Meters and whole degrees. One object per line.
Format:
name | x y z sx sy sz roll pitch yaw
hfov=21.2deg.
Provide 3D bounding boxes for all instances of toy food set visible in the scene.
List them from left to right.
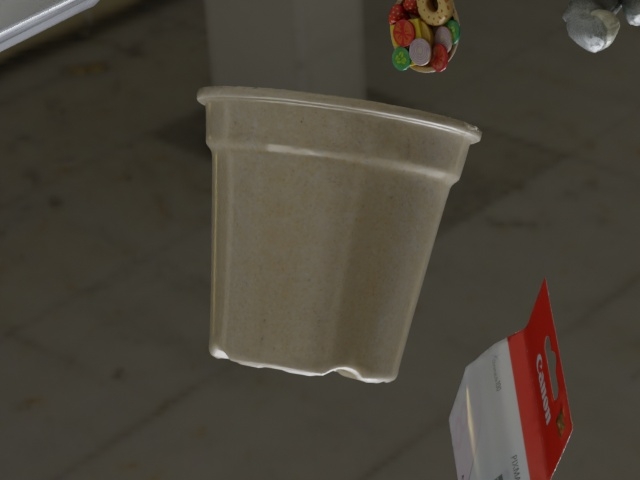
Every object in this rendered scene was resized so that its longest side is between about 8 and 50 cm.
toy food set | 0.094 -0.192 1.558 0.083 0.082 0.020 -11 -179 43

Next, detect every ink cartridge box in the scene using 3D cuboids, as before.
ink cartridge box | 0.179 0.178 1.648 0.066 0.232 0.189 0 -133 -5

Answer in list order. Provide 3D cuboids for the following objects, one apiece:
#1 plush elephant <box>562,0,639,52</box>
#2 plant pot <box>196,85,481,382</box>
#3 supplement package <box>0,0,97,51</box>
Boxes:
plush elephant | 0.421 -0.442 2.247 0.330 0.255 0.271 -27 -98 -49
plant pot | 0.000 0.000 1.979 0.334 0.305 0.334 8 179 0
supplement package | -0.215 -0.184 1.045 0.139 0.133 0.244 -28 -172 -11
